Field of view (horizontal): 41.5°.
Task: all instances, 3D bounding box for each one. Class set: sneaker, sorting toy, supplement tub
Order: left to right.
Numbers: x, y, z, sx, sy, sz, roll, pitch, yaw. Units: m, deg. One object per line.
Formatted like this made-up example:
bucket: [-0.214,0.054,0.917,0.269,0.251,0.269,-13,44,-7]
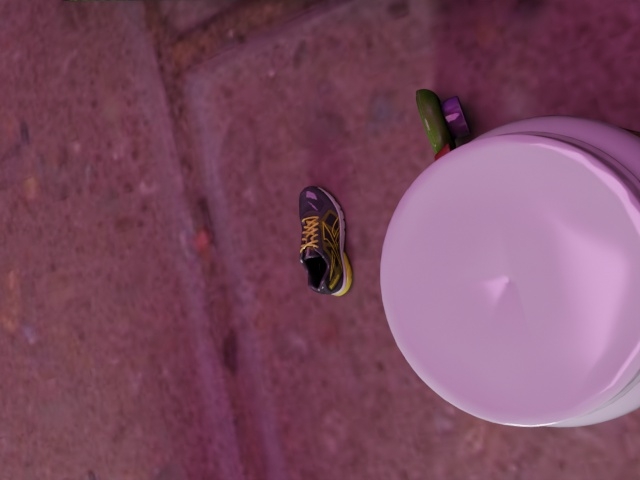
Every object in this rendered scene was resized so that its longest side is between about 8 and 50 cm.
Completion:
sneaker: [0.000,0.000,0.611,0.031,0.035,0.083,-21,82,31]
sorting toy: [0.094,-0.058,0.535,0.042,0.061,0.101,-20,52,14]
supplement tub: [0.131,0.012,0.430,0.144,0.200,0.144,2,94,32]
